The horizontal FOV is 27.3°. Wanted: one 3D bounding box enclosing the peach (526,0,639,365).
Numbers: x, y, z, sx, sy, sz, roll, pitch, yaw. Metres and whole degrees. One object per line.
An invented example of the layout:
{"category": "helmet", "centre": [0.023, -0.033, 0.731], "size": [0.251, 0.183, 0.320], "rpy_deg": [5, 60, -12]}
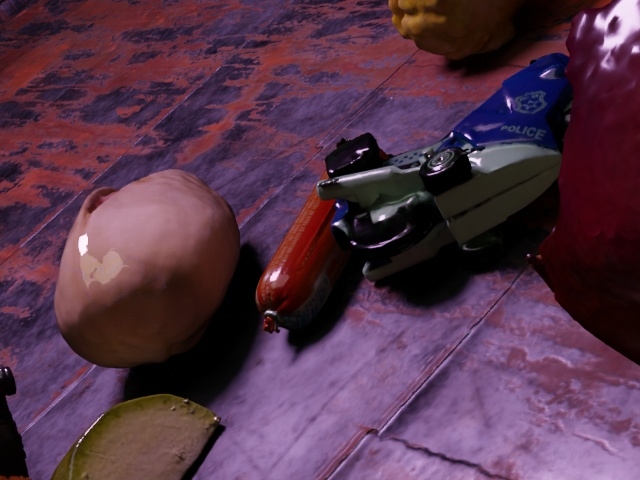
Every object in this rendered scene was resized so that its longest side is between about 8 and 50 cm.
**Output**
{"category": "peach", "centre": [0.313, -0.072, 0.841], "size": [0.353, 0.339, 0.416], "rpy_deg": [8, 32, 0]}

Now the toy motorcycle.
{"category": "toy motorcycle", "centre": [0.162, -0.081, 1.271], "size": [0.331, 0.125, 0.196], "rpy_deg": [-24, 25, 13]}

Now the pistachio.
{"category": "pistachio", "centre": [-0.189, 0.023, 1.420], "size": [0.188, 0.187, 0.299], "rpy_deg": [-26, 23, 17]}

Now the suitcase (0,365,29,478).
{"category": "suitcase", "centre": [-0.431, 0.217, 1.284], "size": [0.230, 0.152, 0.335], "rpy_deg": [-15, 5, -29]}

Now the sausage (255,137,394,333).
{"category": "sausage", "centre": [0.000, 0.000, 1.361], "size": [0.083, 0.083, 0.264], "rpy_deg": [-12, 34, 39]}

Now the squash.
{"category": "squash", "centre": [-0.215, 0.211, 1.242], "size": [0.184, 0.085, 0.192], "rpy_deg": [-9, 34, 41]}

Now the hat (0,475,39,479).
{"category": "hat", "centre": [-0.245, 0.322, 1.035], "size": [0.244, 0.234, 0.233], "rpy_deg": [180, 107, -76]}

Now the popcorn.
{"category": "popcorn", "centre": [0.169, -0.336, 1.602], "size": [0.226, 0.203, 0.200], "rpy_deg": [-32, 30, -17]}
